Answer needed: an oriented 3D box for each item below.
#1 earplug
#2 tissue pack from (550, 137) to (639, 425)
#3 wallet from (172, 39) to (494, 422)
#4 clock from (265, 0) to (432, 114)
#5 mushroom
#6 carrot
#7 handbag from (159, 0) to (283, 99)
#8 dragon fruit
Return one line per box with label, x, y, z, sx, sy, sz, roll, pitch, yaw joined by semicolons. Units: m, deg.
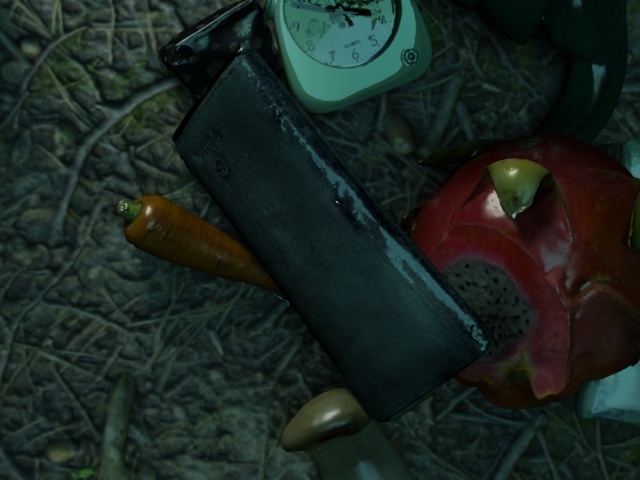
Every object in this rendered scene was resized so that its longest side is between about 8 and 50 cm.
earplug;0.225;-0.252;1.259;0.280;0.164;0.257;30;126;1
tissue pack;0.399;0.057;1.302;0.228;0.128;0.311;10;90;-10
wallet;0.000;0.000;1.164;0.379;0.190;0.046;51;48;4
clock;0.019;-0.249;1.245;0.159;0.066;0.211;-20;96;-9
mushroom;0.082;0.301;1.278;0.159;0.122;0.329;-38;102;-42
carrot;-0.103;0.015;1.253;0.256;0.061;0.061;24;89;-20
handbag;-0.091;-0.174;1.237;0.115;0.072;0.139;-34;111;-8
dragon fruit;0.196;0.037;1.178;0.189;0.290;0.291;-13;97;-49
